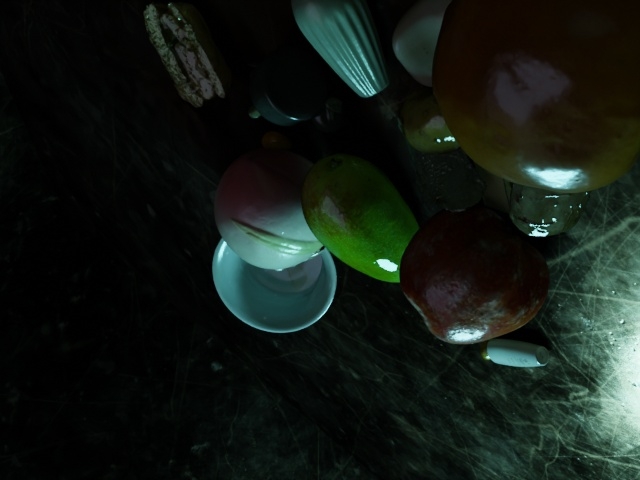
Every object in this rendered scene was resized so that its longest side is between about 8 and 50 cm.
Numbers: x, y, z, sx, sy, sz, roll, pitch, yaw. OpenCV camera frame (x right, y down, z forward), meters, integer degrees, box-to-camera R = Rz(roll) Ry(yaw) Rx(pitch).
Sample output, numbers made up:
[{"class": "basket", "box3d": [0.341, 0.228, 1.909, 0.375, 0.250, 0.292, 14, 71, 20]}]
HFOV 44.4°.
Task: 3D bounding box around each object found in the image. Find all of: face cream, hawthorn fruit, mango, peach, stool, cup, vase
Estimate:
[{"class": "face cream", "box3d": [0.452, 0.263, 1.835, 0.072, 0.051, 0.182, 53, 153, -17]}, {"class": "hawthorn fruit", "box3d": [0.299, 0.065, 1.552, 0.284, 0.284, 0.284, 36, 153, 21]}, {"class": "mango", "box3d": [-0.107, -0.244, 1.954, 0.089, 0.046, 0.060, 14, 144, 29]}, {"class": "peach", "box3d": [0.298, -0.235, 0.986, 0.301, 0.343, 0.343, 34, 153, 19]}, {"class": "stool", "box3d": [-0.063, -0.300, 1.666, 0.228, 0.153, 0.139, 52, 154, -13]}, {"class": "mango", "box3d": [0.101, -0.038, 1.765, 0.225, 0.201, 0.382, -14, 130, 37]}, {"class": "cup", "box3d": [-0.113, 0.068, 2.186, 0.347, 0.163, 0.347, 4, 111, 11]}, {"class": "vase", "box3d": [0.047, -0.372, 1.433, 0.128, 0.128, 0.248, 17, 151, 47]}]

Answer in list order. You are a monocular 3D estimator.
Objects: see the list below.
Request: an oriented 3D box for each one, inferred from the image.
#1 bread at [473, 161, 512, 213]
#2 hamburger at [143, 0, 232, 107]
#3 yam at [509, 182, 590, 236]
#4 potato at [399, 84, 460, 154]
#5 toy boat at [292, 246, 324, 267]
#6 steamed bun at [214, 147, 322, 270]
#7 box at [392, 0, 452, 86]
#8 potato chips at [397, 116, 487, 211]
[{"class": "bread", "box3d": [0.329, -0.116, 1.482, 0.068, 0.028, 0.154, 22, 147, 43]}, {"class": "hamburger", "box3d": [-0.311, -0.454, 1.855, 0.124, 0.131, 0.262, -16, 114, 24]}, {"class": "yam", "box3d": [0.386, -0.119, 1.276, 0.238, 0.128, 0.129, 87, 167, -48]}, {"class": "potato", "box3d": [0.218, -0.214, 1.389, 0.137, 0.137, 0.176, 55, 165, -20]}, {"class": "toy boat", "box3d": [0.000, 0.000, 2.011, 0.066, 0.210, 0.084, 64, -167, -2]}, {"class": "steamed bun", "box3d": [-0.122, -0.099, 1.891, 0.309, 0.309, 0.309, 36, 153, 21]}, {"class": "box", "box3d": [0.201, -0.331, 1.284, 0.146, 0.088, 0.200, 49, 154, -9]}, {"class": "potato chips", "box3d": [0.225, -0.147, 1.521, 0.228, 0.059, 0.167, 29, 124, 52]}]
